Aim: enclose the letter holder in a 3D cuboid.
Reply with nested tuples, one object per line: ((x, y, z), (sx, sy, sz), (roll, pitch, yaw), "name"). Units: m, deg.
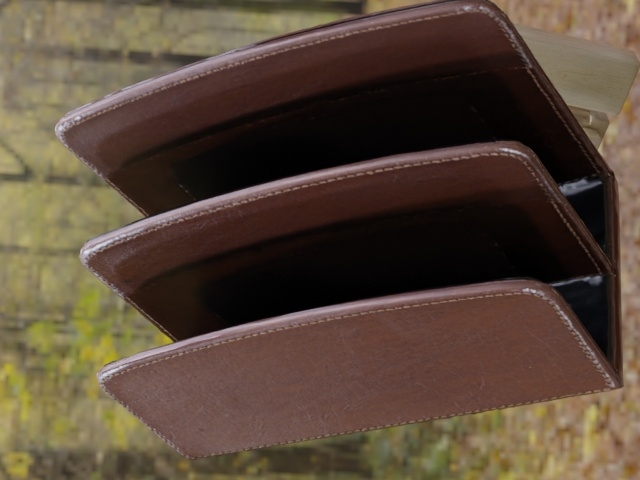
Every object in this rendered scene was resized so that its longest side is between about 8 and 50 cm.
((0.000, 0.000, 0.923), (0.214, 0.301, 0.152), (47, -141, -45), "letter holder")

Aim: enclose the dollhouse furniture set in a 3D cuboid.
((0.169, -0.129, 1.334), (0.123, 0.144, 0.151), (-95, 19, -56), "dollhouse furniture set")
